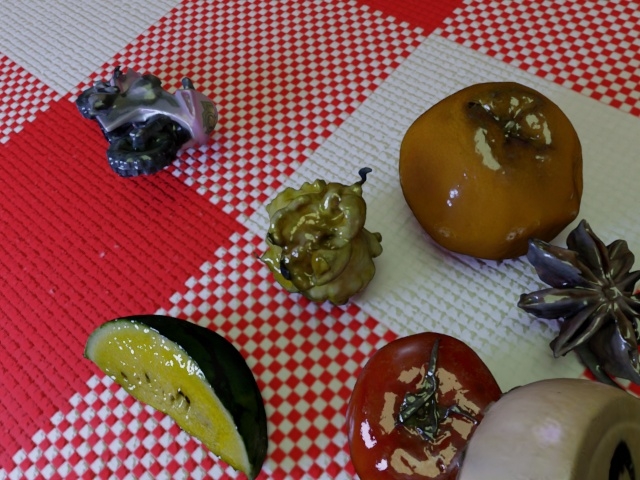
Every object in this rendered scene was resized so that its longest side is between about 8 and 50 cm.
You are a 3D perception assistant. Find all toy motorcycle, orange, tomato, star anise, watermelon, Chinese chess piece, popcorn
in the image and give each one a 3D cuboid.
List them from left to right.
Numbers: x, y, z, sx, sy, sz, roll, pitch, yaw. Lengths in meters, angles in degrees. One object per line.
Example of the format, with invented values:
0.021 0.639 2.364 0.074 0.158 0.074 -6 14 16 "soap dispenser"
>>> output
-0.287 -0.209 0.915 0.188 0.143 0.327 -28 44 -16 "toy motorcycle"
-0.180 0.169 0.696 0.301 0.123 0.129 24 88 24 "watermelon"
-0.005 -0.008 0.704 0.174 0.195 0.168 -29 67 -2 "popcorn"
0.110 0.192 0.593 0.187 0.151 0.187 -2 70 7 "tomato"
0.218 -0.095 0.723 0.249 0.183 0.248 -4 58 6 "orange"
0.227 0.253 0.485 0.104 0.257 0.257 -14 48 49 "Chinese chess piece"
0.329 0.087 0.652 0.209 0.089 0.231 13 68 0 "star anise"
